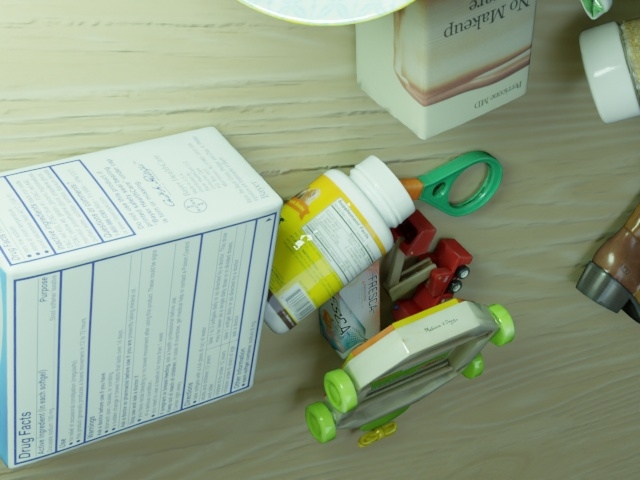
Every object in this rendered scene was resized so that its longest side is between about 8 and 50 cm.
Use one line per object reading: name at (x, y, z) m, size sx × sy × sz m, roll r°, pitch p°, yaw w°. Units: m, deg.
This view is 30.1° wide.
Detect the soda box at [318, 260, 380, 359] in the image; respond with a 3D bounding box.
soda box at (0.035, 0.064, 1.494) m, size 0.063 × 0.058 × 0.183 m, roll -26°, pitch 139°, yaw -20°

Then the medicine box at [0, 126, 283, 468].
medicine box at (-0.207, 0.053, 1.199) m, size 0.289 × 0.149 × 0.263 m, roll -15°, pitch 135°, yaw -30°

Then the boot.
boot at (0.551, -0.004, 1.873) m, size 0.264 × 0.096 × 0.280 m, roll 25°, pitch 103°, yaw -37°

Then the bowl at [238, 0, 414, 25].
bowl at (0.007, -0.340, 0.976) m, size 0.156 × 0.290 × 0.289 m, roll -67°, pitch 170°, yaw -51°

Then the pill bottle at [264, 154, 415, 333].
pill bottle at (0.000, 0.000, 1.354) m, size 0.215 × 0.117 × 0.117 m, roll -38°, pitch 142°, yaw -5°

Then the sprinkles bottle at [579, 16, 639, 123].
sprinkles bottle at (0.495, -0.244, 1.415) m, size 0.356 × 0.121 × 0.121 m, roll -15°, pitch 146°, yaw 18°

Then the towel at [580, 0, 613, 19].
towel at (0.252, -0.402, 1.109) m, size 0.248 × 0.038 × 0.324 m, roll 35°, pitch 62°, yaw -52°

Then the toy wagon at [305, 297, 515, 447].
toy wagon at (0.106, 0.192, 1.627) m, size 0.267 × 0.068 × 0.344 m, roll -19°, pitch 159°, yaw -23°

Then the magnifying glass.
magnifying glass at (0.138, -0.067, 1.489) m, size 0.231 × 0.026 × 0.092 m, roll -8°, pitch 131°, yaw -38°

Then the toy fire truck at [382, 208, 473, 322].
toy fire truck at (0.129, 0.048, 1.569) m, size 0.135 × 0.047 × 0.192 m, roll -3°, pitch 129°, yaw -39°

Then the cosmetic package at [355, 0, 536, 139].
cosmetic package at (0.127, -0.269, 1.196) m, size 0.153 × 0.129 × 0.296 m, roll -27°, pitch 140°, yaw -20°
